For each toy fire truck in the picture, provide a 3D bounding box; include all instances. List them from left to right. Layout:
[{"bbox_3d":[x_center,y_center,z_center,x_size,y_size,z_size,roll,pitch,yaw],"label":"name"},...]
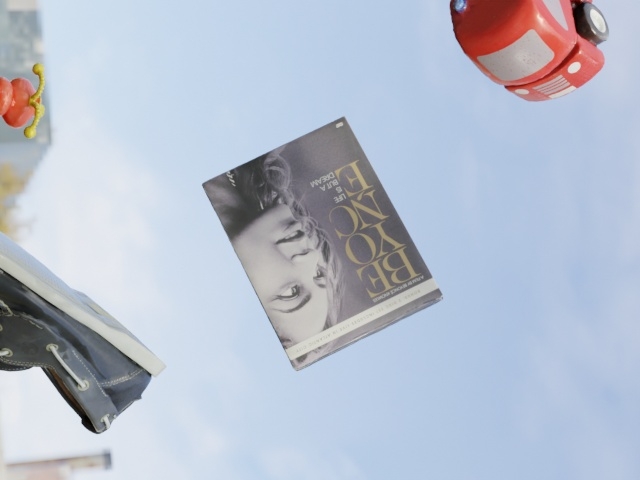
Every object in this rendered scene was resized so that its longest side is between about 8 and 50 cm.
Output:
[{"bbox_3d":[0.063,-0.167,0.686,0.047,0.135,0.192,-25,-121,36],"label":"toy fire truck"}]

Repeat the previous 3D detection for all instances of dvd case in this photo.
[{"bbox_3d":[0.000,0.000,1.534,0.221,0.165,0.018,62,-6,19],"label":"dvd case"}]

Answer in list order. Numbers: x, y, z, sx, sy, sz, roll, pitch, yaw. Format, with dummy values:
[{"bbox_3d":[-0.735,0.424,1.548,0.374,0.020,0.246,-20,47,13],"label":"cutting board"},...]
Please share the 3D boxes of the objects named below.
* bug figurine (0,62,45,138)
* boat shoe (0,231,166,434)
[{"bbox_3d":[-0.314,-0.032,1.220,0.072,0.216,0.278,-6,-101,48],"label":"bug figurine"},{"bbox_3d":[-0.201,0.052,1.026,0.079,0.233,0.084,-47,-141,-3],"label":"boat shoe"}]
